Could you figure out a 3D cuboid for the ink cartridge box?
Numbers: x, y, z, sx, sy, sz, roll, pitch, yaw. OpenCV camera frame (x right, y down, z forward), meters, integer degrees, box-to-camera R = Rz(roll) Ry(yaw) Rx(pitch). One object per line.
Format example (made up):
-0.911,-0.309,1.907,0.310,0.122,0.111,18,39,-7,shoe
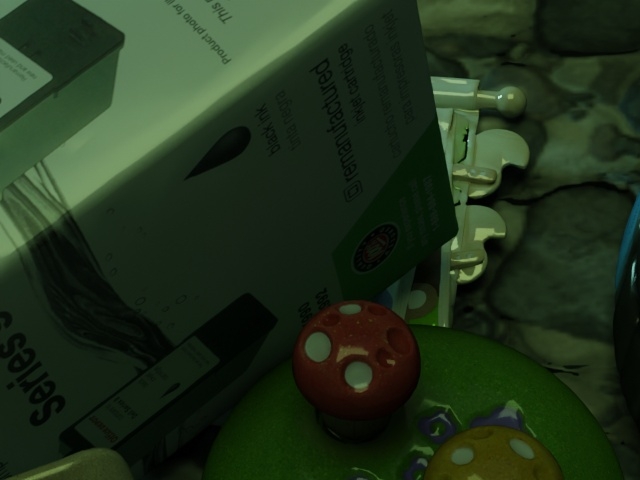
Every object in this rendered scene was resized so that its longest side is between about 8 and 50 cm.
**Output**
-0.097,-0.002,0.791,0.289,0.211,0.121,-38,62,-11,ink cartridge box

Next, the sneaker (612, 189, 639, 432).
0.223,0.077,0.792,0.140,0.125,0.341,8,43,-22,sneaker

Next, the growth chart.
0.000,0.000,0.922,0.172,0.021,0.237,12,54,16,growth chart

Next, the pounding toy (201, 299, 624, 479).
0.034,0.111,0.756,0.183,0.110,0.237,10,55,6,pounding toy

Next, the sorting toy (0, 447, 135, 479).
-0.133,0.182,0.662,0.196,0.047,0.347,-19,95,-11,sorting toy
